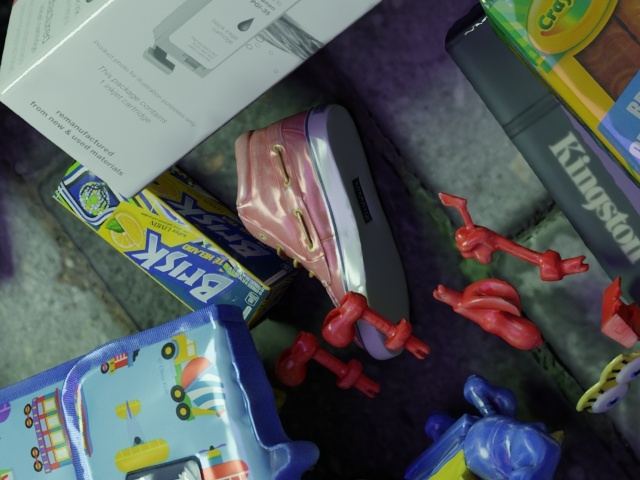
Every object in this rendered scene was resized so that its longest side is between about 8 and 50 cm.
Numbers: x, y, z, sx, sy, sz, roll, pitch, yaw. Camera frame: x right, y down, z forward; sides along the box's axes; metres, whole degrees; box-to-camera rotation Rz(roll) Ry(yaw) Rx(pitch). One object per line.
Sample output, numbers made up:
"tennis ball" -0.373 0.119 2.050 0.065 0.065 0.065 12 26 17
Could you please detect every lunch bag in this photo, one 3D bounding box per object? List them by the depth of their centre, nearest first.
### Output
"lunch bag" -0.100 0.179 1.198 0.293 0.138 0.221 -26 74 43

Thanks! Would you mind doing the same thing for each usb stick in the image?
"usb stick" 0.182 -0.041 1.153 0.077 0.045 0.278 -36 89 25

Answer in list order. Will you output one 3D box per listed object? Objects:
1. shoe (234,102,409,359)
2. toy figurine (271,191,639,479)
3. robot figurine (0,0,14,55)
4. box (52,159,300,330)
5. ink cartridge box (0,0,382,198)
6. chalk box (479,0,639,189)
"shoe" 0.000 0.000 1.231 0.081 0.063 0.178 -14 95 29
"toy figurine" 0.043 0.175 1.138 0.191 0.217 0.362 35 123 -14
"robot figurine" -0.327 -0.123 1.223 0.209 0.173 0.278 19 132 -12
"box" -0.100 -0.006 1.267 0.169 0.059 0.054 38 116 9
"ink cartridge box" -0.056 -0.192 1.111 0.283 0.207 0.117 -36 122 25
"chalk box" 0.209 -0.129 1.025 0.180 0.179 0.289 -43 86 7
